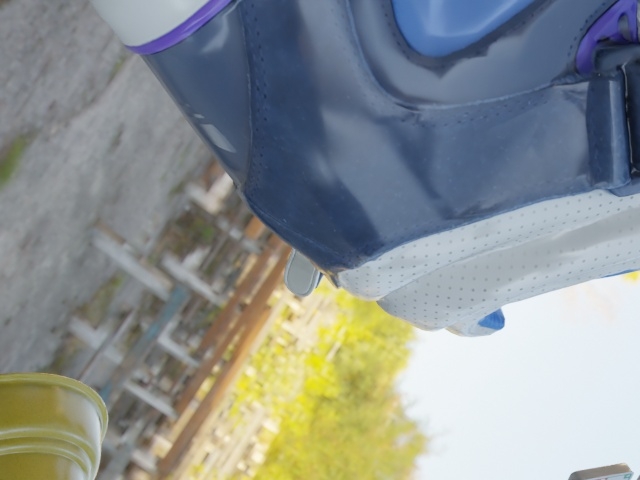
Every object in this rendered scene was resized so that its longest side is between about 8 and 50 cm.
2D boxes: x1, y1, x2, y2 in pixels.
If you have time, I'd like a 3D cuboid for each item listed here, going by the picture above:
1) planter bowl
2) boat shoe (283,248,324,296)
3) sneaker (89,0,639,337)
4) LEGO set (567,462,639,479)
[{"bbox_3d":[-0.232,0.189,0.795,0.217,0.090,0.217,-21,147,-15],"label":"planter bowl"},{"bbox_3d":[0.000,0.000,1.120,0.038,0.046,0.125,-49,162,-48],"label":"boat shoe"},{"bbox_3d":[0.102,-0.111,0.411,0.323,0.236,0.130,-43,-154,3],"label":"sneaker"},{"bbox_3d":[0.254,0.241,1.005,0.244,0.182,0.060,101,-23,-44],"label":"LEGO set"}]
